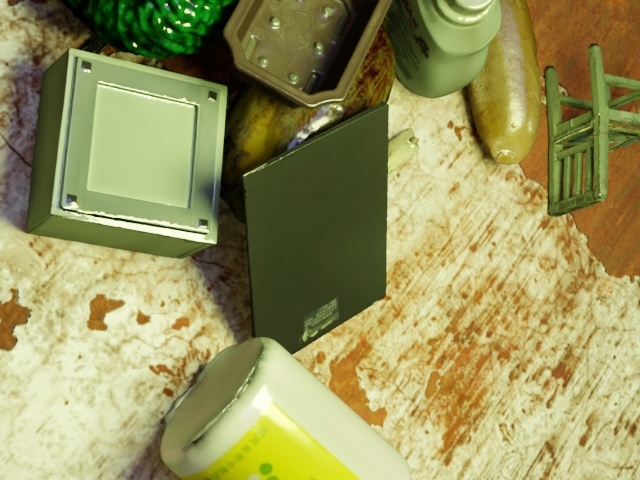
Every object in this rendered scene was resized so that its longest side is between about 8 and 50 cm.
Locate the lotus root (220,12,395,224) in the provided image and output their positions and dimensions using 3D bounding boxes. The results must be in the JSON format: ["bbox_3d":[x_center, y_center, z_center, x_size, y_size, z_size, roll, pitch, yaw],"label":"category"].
[{"bbox_3d":[-0.016,-0.190,1.772,0.196,0.179,0.397,26,65,10],"label":"lotus root"}]

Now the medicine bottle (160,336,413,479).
[{"bbox_3d":[-0.012,0.314,1.647,0.379,0.213,0.213,43,61,-16],"label":"medicine bottle"}]

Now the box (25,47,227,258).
[{"bbox_3d":[-0.251,-0.109,1.656,0.225,0.117,0.224,10,74,-29],"label":"box"}]

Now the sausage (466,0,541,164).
[{"bbox_3d":[0.271,-0.368,2.031,0.136,0.123,0.500,-11,85,-32],"label":"sausage"}]

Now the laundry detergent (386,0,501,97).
[{"bbox_3d":[0.163,-0.343,1.793,0.125,0.398,0.263,-25,94,-5],"label":"laundry detergent"}]

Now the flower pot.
[{"bbox_3d":[-0.024,-0.281,1.656,0.179,0.084,0.250,29,64,-8],"label":"flower pot"}]

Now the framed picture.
[{"bbox_3d":[0.000,0.000,1.719,0.255,0.014,0.338,-30,135,-32],"label":"framed picture"}]

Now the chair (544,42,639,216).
[{"bbox_3d":[0.472,-0.174,2.098,0.147,0.136,0.270,7,74,-28],"label":"chair"}]

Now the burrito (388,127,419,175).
[{"bbox_3d":[0.087,-0.112,1.911,0.185,0.041,0.045,-38,141,-33],"label":"burrito"}]

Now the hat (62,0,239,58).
[{"bbox_3d":[-0.197,-0.363,1.712,0.274,0.242,0.332,56,24,13],"label":"hat"}]

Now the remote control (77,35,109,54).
[{"bbox_3d":[-0.310,-0.256,1.711,0.091,0.034,0.016,-46,145,-28],"label":"remote control"}]
